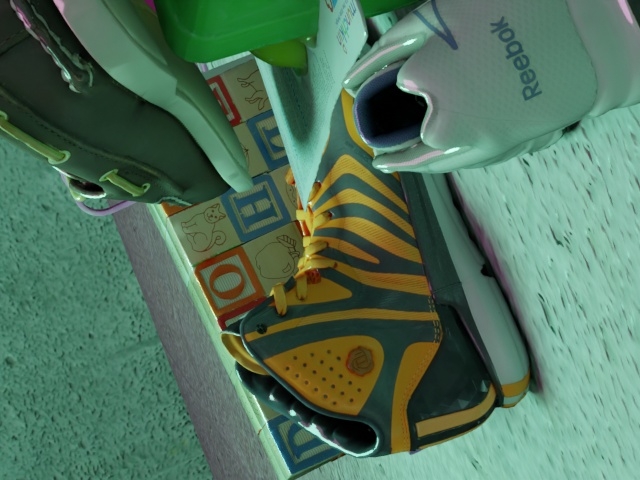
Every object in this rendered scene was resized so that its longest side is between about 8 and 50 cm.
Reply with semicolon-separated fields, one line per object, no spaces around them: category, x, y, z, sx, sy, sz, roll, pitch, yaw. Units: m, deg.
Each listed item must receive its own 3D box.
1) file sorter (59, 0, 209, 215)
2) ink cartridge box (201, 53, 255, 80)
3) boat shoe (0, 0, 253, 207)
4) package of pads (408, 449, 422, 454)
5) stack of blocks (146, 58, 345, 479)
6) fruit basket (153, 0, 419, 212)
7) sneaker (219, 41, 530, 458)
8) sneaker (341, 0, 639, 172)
file sorter;-0.242;-0.181;2.044;0.290;0.202;0.182;51;164;56
ink cartridge box;-0.065;-0.081;1.554;0.176;0.128;0.127;160;87;-79
boat shoe;-0.119;-0.075;1.026;0.116;0.097;0.324;59;-176;14
package of pads;0.071;0.153;1.644;0.050;0.032;0.083;70;169;-24
stack of blocks;-0.014;0.014;1.387;0.297;0.171;0.087;64;169;9
fruit basket;-0.036;-0.210;1.077;0.353;0.165;0.327;86;165;-77
sneaker;0.000;0.000;1.257;0.124;0.180;0.321;98;147;-70
sneaker;0.065;-0.083;0.899;0.111;0.129;0.297;65;171;1
